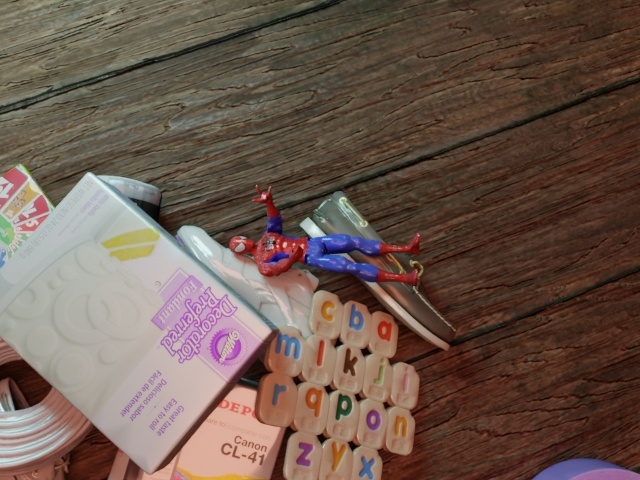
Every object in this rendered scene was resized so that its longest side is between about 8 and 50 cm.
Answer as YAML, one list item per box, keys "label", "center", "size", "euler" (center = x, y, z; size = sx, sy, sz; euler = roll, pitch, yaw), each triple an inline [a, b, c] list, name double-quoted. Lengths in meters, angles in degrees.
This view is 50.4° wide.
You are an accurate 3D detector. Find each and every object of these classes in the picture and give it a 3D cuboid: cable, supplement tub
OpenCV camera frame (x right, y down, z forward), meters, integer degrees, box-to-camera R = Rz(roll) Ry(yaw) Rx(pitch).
- label: "cable"
  center: [-0.434, 0.200, 0.964]
  size: [0.257, 0.089, 0.257]
  euler: [35, 53, 5]
- label: "supplement tub"
  center: [-0.313, 0.005, 1.035]
  size: [0.117, 0.117, 0.190]
  euler: [8, 81, -4]

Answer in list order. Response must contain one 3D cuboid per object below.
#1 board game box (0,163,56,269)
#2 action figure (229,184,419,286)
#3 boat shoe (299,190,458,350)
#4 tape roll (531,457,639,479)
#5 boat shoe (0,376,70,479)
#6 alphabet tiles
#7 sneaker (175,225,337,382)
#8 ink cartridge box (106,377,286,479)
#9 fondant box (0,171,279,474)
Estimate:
- label: "board game box"
  center: [-0.536, 0.006, 1.060]
  size: [0.259, 0.039, 0.124]
  euler: [-38, 86, -6]
- label: "action figure"
  center: [0.000, 0.000, 0.968]
  size: [0.280, 0.139, 0.092]
  euler: [3, 62, 8]
- label: "boat shoe"
  center: [0.106, 0.048, 1.071]
  size: [0.305, 0.109, 0.091]
  euler: [42, 86, 5]
- label: "tape roll"
  center: [0.433, 0.486, 1.053]
  size: [0.274, 0.090, 0.275]
  euler: [1, 82, -5]
- label: "boat shoe"
  center: [-0.416, 0.323, 1.001]
  size: [0.088, 0.096, 0.267]
  euler: [-38, 77, -7]
- label: "alphabet tiles"
  center: [0.034, 0.226, 1.007]
  size: [0.284, 0.021, 0.278]
  euler: [22, 65, -30]
- label: "sneaker"
  center: [-0.097, 0.078, 1.066]
  size: [0.305, 0.114, 0.152]
  euler: [44, 62, 2]
- label: "ink cartridge box"
  center: [-0.188, 0.345, 0.997]
  size: [0.226, 0.131, 0.306]
  euler: [18, 83, -3]
- label: "fondant box"
  center: [-0.256, 0.105, 0.912]
  size: [0.330, 0.096, 0.238]
  euler: [40, 85, 6]
